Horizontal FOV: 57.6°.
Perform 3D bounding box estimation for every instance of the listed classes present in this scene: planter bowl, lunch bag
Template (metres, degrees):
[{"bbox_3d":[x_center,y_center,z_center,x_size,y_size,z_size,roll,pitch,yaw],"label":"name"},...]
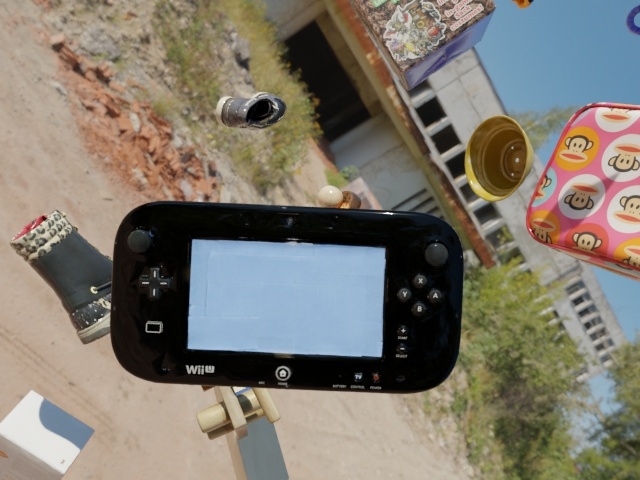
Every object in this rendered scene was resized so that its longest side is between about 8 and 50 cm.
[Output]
[{"bbox_3d":[0.477,-0.208,1.493,0.090,0.217,0.217,-2,47,-29],"label":"planter bowl"},{"bbox_3d":[0.442,-0.074,0.759,0.120,0.258,0.293,17,8,-41],"label":"lunch bag"}]

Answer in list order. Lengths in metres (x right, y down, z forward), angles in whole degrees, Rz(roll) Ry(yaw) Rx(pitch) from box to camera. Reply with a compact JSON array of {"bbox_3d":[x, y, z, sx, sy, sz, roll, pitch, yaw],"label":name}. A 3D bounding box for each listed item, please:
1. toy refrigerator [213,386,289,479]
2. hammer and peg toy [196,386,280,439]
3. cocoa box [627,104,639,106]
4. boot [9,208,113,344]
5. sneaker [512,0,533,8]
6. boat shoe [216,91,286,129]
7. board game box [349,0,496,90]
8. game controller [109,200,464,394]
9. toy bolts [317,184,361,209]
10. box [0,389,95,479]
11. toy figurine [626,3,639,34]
[{"bbox_3d":[-0.175,0.470,1.431,0.094,0.102,0.269,-49,-124,54],"label":"toy refrigerator"},{"bbox_3d":[-0.183,0.223,1.025,0.361,0.127,0.266,108,-41,-67],"label":"hammer and peg toy"},{"bbox_3d":[0.709,-0.156,1.262,0.347,0.231,0.228,-33,124,-50],"label":"cocoa box"},{"bbox_3d":[-0.339,0.024,0.864,0.178,0.085,0.236,58,14,-20],"label":"boot"},{"bbox_3d":[0.283,-0.465,0.989,0.215,0.083,0.084,17,-10,-3],"label":"sneaker"},{"bbox_3d":[-0.114,-0.243,1.117,0.065,0.075,0.206,17,19,25],"label":"boat shoe"},{"bbox_3d":[0.101,-0.384,0.830,0.291,0.141,0.232,56,14,-2],"label":"board game box"},{"bbox_3d":[-0.030,0.052,0.534,0.067,0.319,0.166,89,3,-81],"label":"game controller"},{"bbox_3d":[0.000,0.000,1.349,0.158,0.218,0.228,42,41,-29],"label":"toy bolts"},{"bbox_3d":[-0.483,0.358,0.979,0.130,0.170,0.091,37,32,-7],"label":"box"},{"bbox_3d":[0.513,-0.304,0.752,0.362,0.217,0.191,63,16,-3],"label":"toy figurine"}]
